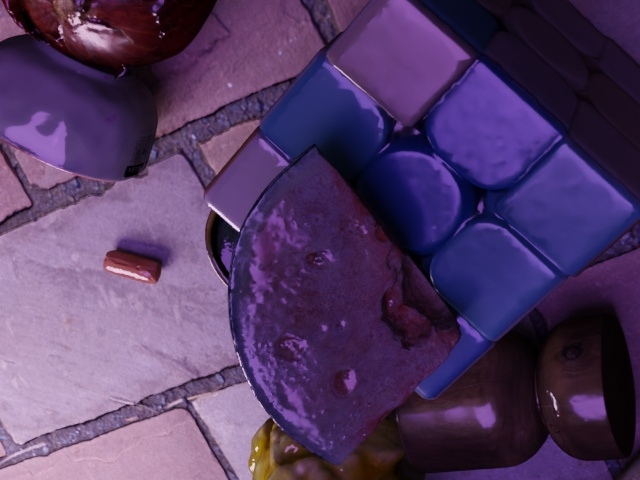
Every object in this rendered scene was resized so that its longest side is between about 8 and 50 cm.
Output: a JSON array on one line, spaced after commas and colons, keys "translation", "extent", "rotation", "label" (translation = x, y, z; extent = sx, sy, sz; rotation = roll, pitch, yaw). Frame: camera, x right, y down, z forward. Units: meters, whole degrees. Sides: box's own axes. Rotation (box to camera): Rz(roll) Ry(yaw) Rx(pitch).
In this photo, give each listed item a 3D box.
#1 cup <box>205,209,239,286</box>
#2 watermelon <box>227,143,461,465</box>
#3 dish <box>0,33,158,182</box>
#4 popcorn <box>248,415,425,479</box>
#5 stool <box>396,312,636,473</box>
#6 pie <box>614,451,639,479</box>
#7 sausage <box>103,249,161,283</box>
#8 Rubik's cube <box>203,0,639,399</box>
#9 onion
[{"translation": [-0.015, 0.004, 1.735], "extent": [0.166, 0.177, 0.239], "rotation": [-29, 102, 28], "label": "cup"}, {"translation": [0.025, 0.054, 1.397], "extent": [0.226, 0.148, 0.318], "rotation": [-3, 100, 2], "label": "watermelon"}, {"translation": [-0.310, -0.182, 1.728], "extent": [0.256, 0.256, 0.117], "rotation": [28, 107, 6], "label": "dish"}, {"translation": [0.003, 0.376, 1.812], "extent": [0.294, 0.292, 0.334], "rotation": [11, 130, 35], "label": "popcorn"}, {"translation": [0.243, 0.194, 1.731], "extent": [0.264, 0.179, 0.179], "rotation": [-9, 111, 24], "label": "stool"}, {"translation": [0.513, 0.371, 1.757], "extent": [0.371, 0.078, 0.296], "rotation": [-34, 96, 36], "label": "pie"}, {"translation": [-0.261, 0.037, 1.921], "extent": [0.083, 0.034, 0.034], "rotation": [14, 118, 14], "label": "sausage"}, {"translation": [0.142, -0.103, 1.532], "extent": [0.346, 0.347, 0.344], "rotation": [42, 122, -2], "label": "Rubik's cube"}, {"translation": [-0.245, -0.336, 1.622], "extent": [0.276, 0.276, 0.276], "rotation": [8, 116, 16], "label": "onion"}]
